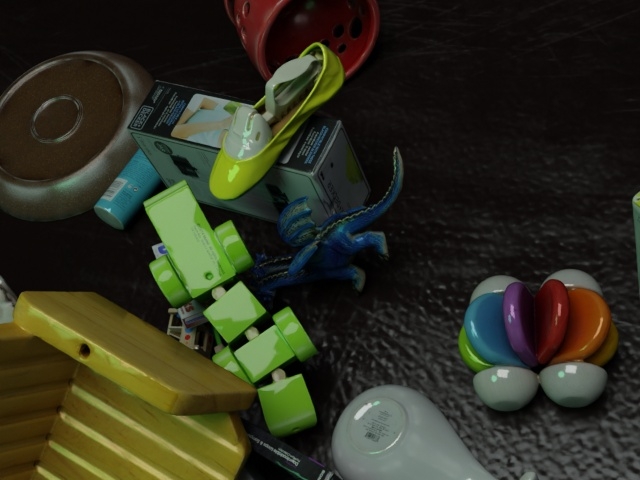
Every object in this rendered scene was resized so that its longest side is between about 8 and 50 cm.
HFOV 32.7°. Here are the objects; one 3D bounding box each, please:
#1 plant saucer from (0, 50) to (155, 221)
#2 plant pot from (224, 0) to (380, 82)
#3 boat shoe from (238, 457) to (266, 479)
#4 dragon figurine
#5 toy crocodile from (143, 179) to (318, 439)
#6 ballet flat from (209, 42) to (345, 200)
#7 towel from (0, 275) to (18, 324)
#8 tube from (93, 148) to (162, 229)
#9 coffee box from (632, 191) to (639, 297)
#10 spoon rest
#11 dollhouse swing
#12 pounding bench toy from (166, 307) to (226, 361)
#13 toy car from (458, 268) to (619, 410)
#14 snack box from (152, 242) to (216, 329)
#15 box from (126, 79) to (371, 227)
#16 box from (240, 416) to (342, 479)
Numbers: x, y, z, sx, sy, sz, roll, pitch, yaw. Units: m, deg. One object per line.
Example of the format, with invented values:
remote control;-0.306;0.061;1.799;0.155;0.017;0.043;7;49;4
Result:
plant saucer;-0.393;-0.175;1.660;0.310;0.050;0.311;-8;60;14
plant pot;-0.036;-0.325;1.543;0.191;0.191;0.174;-35;49;-2
boat shoe;-0.072;0.343;1.229;0.088;0.096;0.267;-40;56;-1
dragon figurine;0.000;0.000;1.335;0.144;0.289;0.085;2;57;-24
toy crocodile;-0.105;0.082;1.312;0.115;0.105;0.340;-34;81;-3
ballet flat;-0.061;-0.151;1.314;0.077;0.077;0.231;35;75;32
towel;-0.416;0.242;1.279;0.317;0.332;0.053;-32;29;-4
tube;-0.245;-0.110;1.574;0.080;0.052;0.207;27;67;21
coffee box;0.547;0.036;1.045;0.337;0.334;0.338;-39;57;-5
spoon rest;0.126;0.251;1.234;0.276;0.084;0.137;20;68;41
dollhouse swing;-0.296;0.266;1.108;0.315;0.305;0.347;29;104;11
pounding bench toy;-0.153;0.121;1.406;0.083;0.052;0.065;-2;61;18
toy car;0.242;0.100;1.232;0.182;0.136;0.159;-6;61;16
snack box;-0.171;0.050;1.429;0.064;0.022;0.178;-21;36;-10
box;-0.092;-0.105;1.447;0.290;0.169;0.087;16;65;27
box;-0.038;0.254;1.254;0.162;0.116;0.029;23;74;29
